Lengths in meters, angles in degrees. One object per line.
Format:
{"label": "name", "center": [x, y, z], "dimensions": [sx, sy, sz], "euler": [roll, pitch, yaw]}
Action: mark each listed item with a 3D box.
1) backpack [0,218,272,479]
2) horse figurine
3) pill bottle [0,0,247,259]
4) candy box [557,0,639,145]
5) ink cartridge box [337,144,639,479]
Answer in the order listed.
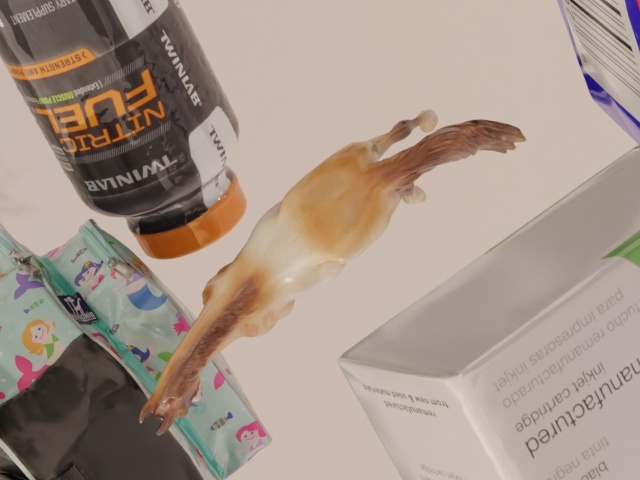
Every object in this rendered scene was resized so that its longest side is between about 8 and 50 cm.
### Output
{"label": "backpack", "center": [-0.173, 0.101, 1.190], "dimensions": [0.191, 0.225, 0.253], "euler": [-44, -140, -16]}
{"label": "horse figurine", "center": [0.000, 0.000, 1.062], "dimensions": [0.263, 0.174, 0.066], "euler": [-40, -94, 25]}
{"label": "pill bottle", "center": [-0.140, -0.107, 1.224], "dimensions": [0.130, 0.130, 0.245], "euler": [-3, -55, 39]}
{"label": "candy box", "center": [0.222, -0.094, 0.321], "dimensions": [0.268, 0.317, 0.122], "euler": [-118, -174, -64]}
{"label": "ink cartridge box", "center": [0.133, 0.095, 0.642], "dimensions": [0.219, 0.160, 0.092], "euler": [61, -22, -14]}
